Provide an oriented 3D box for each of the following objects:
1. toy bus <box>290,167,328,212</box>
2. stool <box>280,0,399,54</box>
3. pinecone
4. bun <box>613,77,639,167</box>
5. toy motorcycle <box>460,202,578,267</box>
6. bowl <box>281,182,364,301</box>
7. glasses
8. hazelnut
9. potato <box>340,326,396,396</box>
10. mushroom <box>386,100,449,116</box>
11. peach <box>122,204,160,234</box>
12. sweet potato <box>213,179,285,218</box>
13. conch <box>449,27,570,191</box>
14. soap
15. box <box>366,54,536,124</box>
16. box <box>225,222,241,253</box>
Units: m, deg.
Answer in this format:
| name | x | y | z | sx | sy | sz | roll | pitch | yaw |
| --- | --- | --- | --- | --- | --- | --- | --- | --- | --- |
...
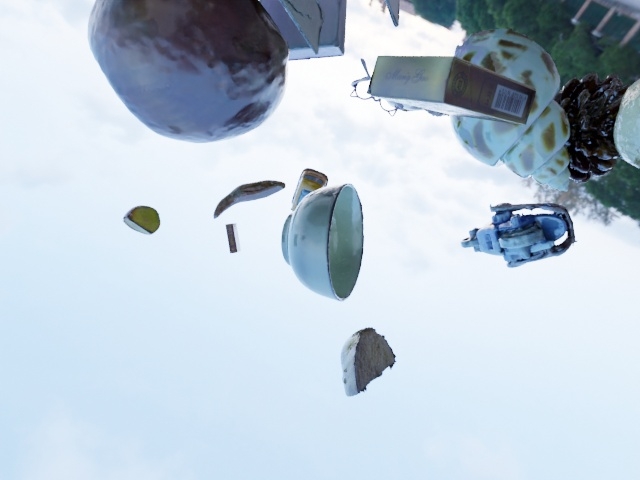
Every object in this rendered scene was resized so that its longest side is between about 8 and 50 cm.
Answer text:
| name | x | y | z | sx | sy | sz | roll | pitch | yaw |
| --- | --- | --- | --- | --- | --- | --- | --- | --- | --- |
| toy bus | -0.054 | -0.193 | 1.824 | 0.126 | 0.209 | 0.136 | 21 | -151 | -3 |
| stool | 0.038 | -0.643 | 1.031 | 0.269 | 0.243 | 0.170 | 41 | -130 | -50 |
| pinecone | 0.666 | -0.274 | 1.080 | 0.298 | 0.296 | 0.242 | -29 | -98 | -6 |
| bun | 0.710 | -0.262 | 0.837 | 0.259 | 0.259 | 0.152 | 4 | -121 | -28 |
| toy motorcycle | 0.570 | -0.008 | 1.203 | 0.241 | 0.182 | 0.319 | 9 | 179 | -10 |
| bowl | 0.000 | 0.000 | 1.286 | 0.185 | 0.354 | 0.354 | 4 | -149 | 21 |
| glasses | 0.109 | -0.327 | 0.892 | 0.140 | 0.062 | 0.104 | 35 | -171 | 22 |
| hazelnut | -0.270 | -0.402 | 0.943 | 0.421 | 0.421 | 0.353 | 22 | -113 | -7 |
| potato | 0.067 | 0.240 | 0.841 | 0.172 | 0.089 | 0.100 | -19 | -99 | -55 |
| mushroom | 0.384 | -0.567 | 1.577 | 0.278 | 0.163 | 0.297 | 14 | 176 | -23 |
| peach | -0.441 | -0.049 | 1.034 | 0.050 | 0.077 | 0.083 | 3 | -164 | 31 |
| sweet potato | -0.234 | -0.147 | 1.355 | 0.255 | 0.058 | 0.078 | -21 | -113 | 2 |
| conch | 0.421 | -0.268 | 0.923 | 0.368 | 0.249 | 0.197 | 28 | -119 | -9 |
| soap | -0.062 | -0.756 | 1.410 | 0.296 | 0.285 | 0.107 | 4 | 180 | 18 |
| box | 0.219 | -0.245 | 0.695 | 0.240 | 0.071 | 0.159 | -3 | -157 | -37 |
| box | -0.242 | -0.007 | 1.175 | 0.023 | 0.082 | 0.051 | -9 | -177 | 2 |
